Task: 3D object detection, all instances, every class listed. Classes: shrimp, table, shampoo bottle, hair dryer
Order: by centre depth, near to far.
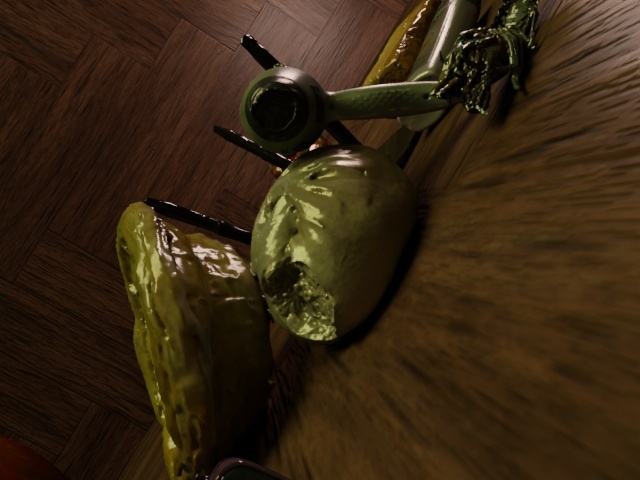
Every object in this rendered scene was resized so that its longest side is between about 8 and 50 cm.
[{"bbox_3d":[0.155,-0.161,0.507,0.082,0.076,0.174,12,59,38],"label":"shrimp"},{"bbox_3d":[0.018,-0.141,0.623,0.219,0.224,0.089,-150,52,-70],"label":"hair dryer"},{"bbox_3d":[0.151,-0.231,0.741,0.086,0.055,0.227,-55,7,50],"label":"shampoo bottle"},{"bbox_3d":[-0.049,-0.111,0.823,0.317,0.249,0.317,-57,8,12],"label":"table"}]

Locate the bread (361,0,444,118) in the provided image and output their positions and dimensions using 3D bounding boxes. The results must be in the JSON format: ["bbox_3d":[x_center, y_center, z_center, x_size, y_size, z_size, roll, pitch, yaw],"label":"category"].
[{"bbox_3d":[0.138,-0.274,0.889,0.114,0.083,0.211,-42,18,54],"label":"bread"}]

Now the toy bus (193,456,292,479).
[{"bbox_3d":[-0.055,0.199,0.280,0.178,0.086,0.098,-64,3,-21],"label":"toy bus"}]

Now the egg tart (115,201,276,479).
[{"bbox_3d":[-0.142,0.120,0.685,0.345,0.132,0.346,170,90,-67],"label":"egg tart"}]

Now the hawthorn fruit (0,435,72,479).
[{"bbox_3d":[-0.341,0.361,0.524,0.403,0.402,0.403,-57,8,12],"label":"hawthorn fruit"}]

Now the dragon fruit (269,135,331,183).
[{"bbox_3d":[-0.031,-0.080,1.074,0.137,0.135,0.236,169,114,-72],"label":"dragon fruit"}]

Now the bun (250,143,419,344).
[{"bbox_3d":[0.000,0.000,0.553,0.178,0.127,0.193,-50,14,40],"label":"bun"}]
